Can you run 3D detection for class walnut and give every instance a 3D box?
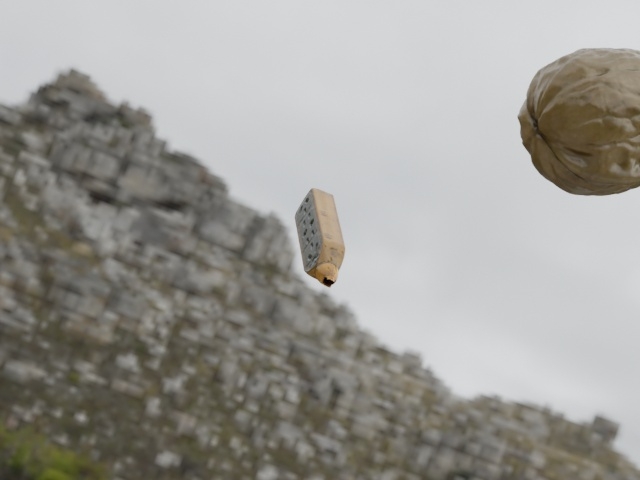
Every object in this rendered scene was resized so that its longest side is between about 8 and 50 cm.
[{"bbox_3d":[0.361,-0.150,1.840,0.213,0.213,0.213,20,-8,3],"label":"walnut"}]

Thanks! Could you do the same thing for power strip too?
[{"bbox_3d":[0.000,0.000,1.599,0.028,0.049,0.178,24,25,-20],"label":"power strip"}]
